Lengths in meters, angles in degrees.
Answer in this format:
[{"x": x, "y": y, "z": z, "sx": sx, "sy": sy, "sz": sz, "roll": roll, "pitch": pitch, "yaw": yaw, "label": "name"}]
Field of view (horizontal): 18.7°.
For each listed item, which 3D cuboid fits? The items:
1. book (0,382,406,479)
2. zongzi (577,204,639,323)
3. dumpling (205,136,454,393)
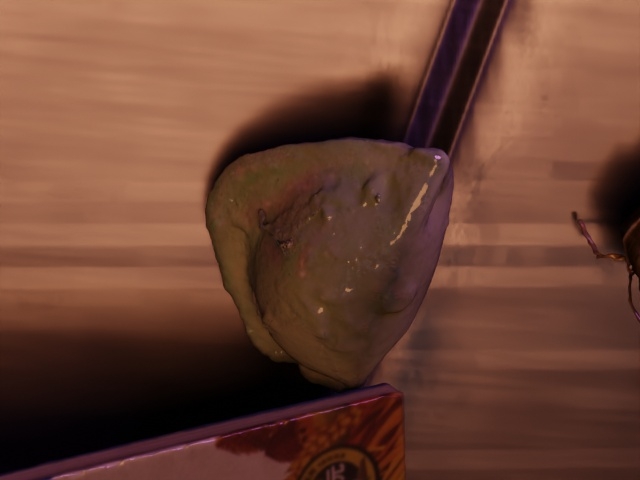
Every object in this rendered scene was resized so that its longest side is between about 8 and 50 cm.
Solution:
[{"x": -0.136, "y": 0.269, "z": 1.262, "sx": 0.428, "sy": 0.039, "sz": 0.300, "roll": -12, "pitch": 116, "yaw": -23, "label": "book"}, {"x": 0.345, "y": 0.005, "z": 1.315, "sx": 0.247, "sy": 0.111, "sz": 0.241, "roll": -42, "pitch": 115, "yaw": 14, "label": "zongzi"}, {"x": 0.006, "y": 0.009, "z": 1.268, "sx": 0.149, "sy": 0.105, "sz": 0.217, "roll": 12, "pitch": 129, "yaw": -21, "label": "dumpling"}]
